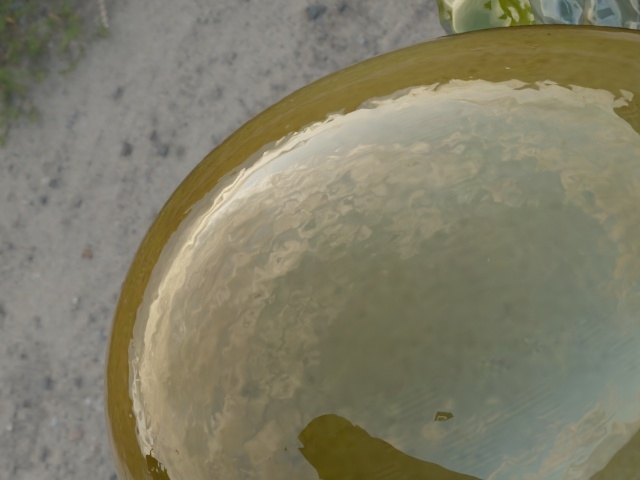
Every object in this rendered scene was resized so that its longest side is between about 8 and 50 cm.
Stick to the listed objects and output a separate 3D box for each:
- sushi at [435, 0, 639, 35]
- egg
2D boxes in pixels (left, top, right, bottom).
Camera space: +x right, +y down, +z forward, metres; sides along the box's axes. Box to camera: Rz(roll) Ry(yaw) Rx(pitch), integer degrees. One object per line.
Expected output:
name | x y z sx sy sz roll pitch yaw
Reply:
sushi | 0.270 -0.214 0.959 0.281 0.294 0.299 -16 95 67
egg | 0.066 0.039 0.493 0.322 0.250 0.250 -28 61 10
